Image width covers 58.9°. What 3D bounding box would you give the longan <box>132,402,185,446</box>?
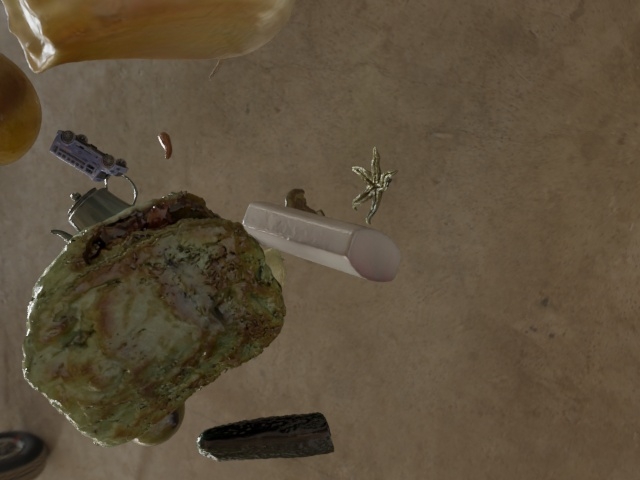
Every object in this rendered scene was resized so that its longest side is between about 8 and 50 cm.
[{"bbox_3d":[-0.378,0.364,1.230,0.176,0.145,0.154,11,87,20],"label":"longan"}]

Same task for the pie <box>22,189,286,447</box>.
[{"bbox_3d":[-0.264,0.141,0.910,0.418,0.395,0.180,-43,48,-11],"label":"pie"}]

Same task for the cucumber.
[{"bbox_3d":[-0.099,0.344,0.989,0.242,0.074,0.074,-5,96,1],"label":"cucumber"}]

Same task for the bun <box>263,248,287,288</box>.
[{"bbox_3d":[-0.204,0.113,1.656,0.244,0.244,0.153,-9,100,32],"label":"bun"}]

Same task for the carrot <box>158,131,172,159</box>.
[{"bbox_3d":[-0.461,-0.285,1.691,0.035,0.035,0.142,-53,42,26],"label":"carrot"}]

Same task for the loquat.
[{"bbox_3d":[-0.816,-0.334,1.295,0.329,0.328,0.359,5,81,31],"label":"loquat"}]

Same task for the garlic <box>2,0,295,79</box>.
[{"bbox_3d":[-0.098,-0.183,0.391,0.145,0.245,0.164,44,114,10],"label":"garlic"}]

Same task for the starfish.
[{"bbox_3d":[0.128,-0.154,1.499,0.176,0.053,0.208,56,135,37],"label":"starfish"}]

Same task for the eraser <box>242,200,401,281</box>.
[{"bbox_3d":[0.000,0.000,1.086,0.270,0.174,0.094,18,86,39],"label":"eraser"}]

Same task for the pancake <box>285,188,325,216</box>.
[{"bbox_3d":[-0.036,-0.049,1.696,0.029,0.235,0.211,-20,52,25],"label":"pancake"}]

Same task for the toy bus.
[{"bbox_3d":[-0.535,-0.190,1.316,0.167,0.073,0.076,32,93,3],"label":"toy bus"}]

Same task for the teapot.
[{"bbox_3d":[-0.579,-0.078,1.474,0.149,0.239,0.162,42,158,-9],"label":"teapot"}]
